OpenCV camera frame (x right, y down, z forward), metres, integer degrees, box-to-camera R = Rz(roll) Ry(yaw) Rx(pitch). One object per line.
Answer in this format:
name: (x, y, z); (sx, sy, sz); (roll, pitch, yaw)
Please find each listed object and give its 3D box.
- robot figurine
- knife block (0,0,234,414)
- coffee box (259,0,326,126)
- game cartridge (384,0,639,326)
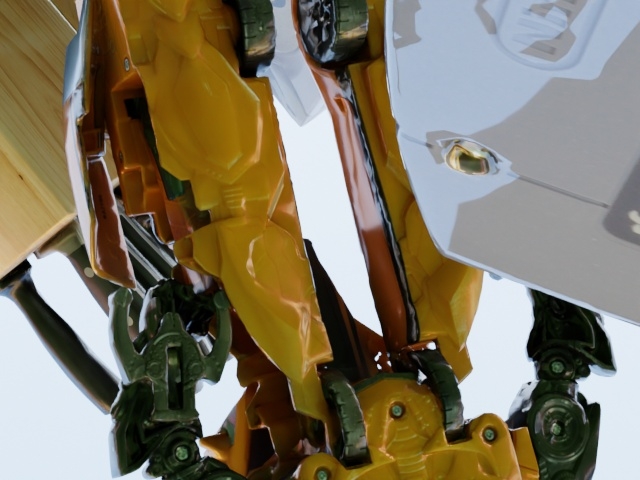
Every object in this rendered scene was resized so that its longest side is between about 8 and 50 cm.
robot figurine: (0.000, 0.000, 0.765); (0.211, 0.085, 0.291); (-10, -96, -24)
knife block: (-0.158, -0.036, 0.974); (0.088, 0.275, 0.242); (-36, -129, 35)
coffee box: (-0.045, -0.225, 0.997); (0.119, 0.168, 0.297); (-38, -92, -18)
game cartridge: (0.113, -0.047, 0.355); (0.198, 0.297, 0.062); (24, -112, 4)
